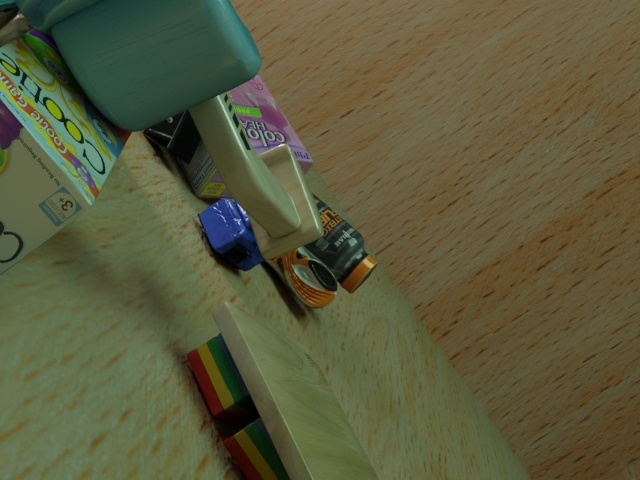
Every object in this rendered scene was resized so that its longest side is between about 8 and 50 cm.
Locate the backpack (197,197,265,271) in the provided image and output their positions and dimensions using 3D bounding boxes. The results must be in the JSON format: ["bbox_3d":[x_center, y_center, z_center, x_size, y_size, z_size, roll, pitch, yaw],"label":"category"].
[{"bbox_3d":[-0.129,-0.007,1.546,0.120,0.101,0.098,49,16,-56],"label":"backpack"}]

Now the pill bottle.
[{"bbox_3d":[0.000,0.000,1.897,0.245,0.130,0.130,41,7,7],"label":"pill bottle"}]

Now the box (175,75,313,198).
[{"bbox_3d":[-0.170,-0.203,1.741,0.213,0.117,0.243,2,50,-47],"label":"box"}]

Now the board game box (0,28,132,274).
[{"bbox_3d":[-0.281,-0.084,0.831,0.144,0.142,0.275,52,9,-19],"label":"board game box"}]

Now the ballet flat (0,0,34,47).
[{"bbox_3d":[-0.354,-0.239,1.103,0.147,0.147,0.409,52,9,-21],"label":"ballet flat"}]

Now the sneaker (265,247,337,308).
[{"bbox_3d":[-0.070,0.034,1.816,0.262,0.099,0.121,54,-13,11],"label":"sneaker"}]

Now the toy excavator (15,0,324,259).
[{"bbox_3d":[-0.139,-0.176,0.957,0.433,0.222,0.445,-48,116,-83],"label":"toy excavator"}]

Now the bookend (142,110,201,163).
[{"bbox_3d":[-0.271,-0.237,1.611,0.157,0.156,0.072,23,-6,25],"label":"bookend"}]

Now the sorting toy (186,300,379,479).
[{"bbox_3d":[-0.042,0.232,1.131,0.255,0.089,0.257,60,9,29],"label":"sorting toy"}]
